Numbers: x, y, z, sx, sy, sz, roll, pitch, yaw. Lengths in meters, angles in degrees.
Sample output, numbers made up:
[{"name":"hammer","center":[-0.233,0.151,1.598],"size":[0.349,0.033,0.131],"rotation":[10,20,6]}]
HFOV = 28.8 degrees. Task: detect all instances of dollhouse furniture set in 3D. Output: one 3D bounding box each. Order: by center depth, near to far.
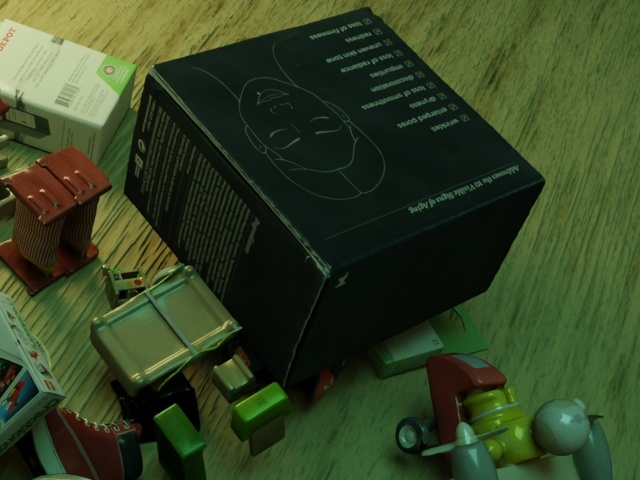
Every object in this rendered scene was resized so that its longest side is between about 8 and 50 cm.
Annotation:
[{"name":"dollhouse furniture set","center":[-0.203,0.217,1.937],"size":[0.197,0.151,0.301],"rotation":[-30,59,-20]},{"name":"dollhouse furniture set","center":[-0.535,-0.112,2.118],"size":[0.374,0.201,0.152],"rotation":[42,50,19]}]

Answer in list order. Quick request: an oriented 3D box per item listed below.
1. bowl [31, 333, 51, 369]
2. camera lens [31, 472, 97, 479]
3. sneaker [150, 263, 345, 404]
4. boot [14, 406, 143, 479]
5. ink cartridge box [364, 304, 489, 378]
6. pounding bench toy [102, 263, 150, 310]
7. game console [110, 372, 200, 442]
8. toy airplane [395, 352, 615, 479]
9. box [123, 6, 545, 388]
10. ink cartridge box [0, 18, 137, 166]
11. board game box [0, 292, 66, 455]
[{"name":"bowl","center":[-0.503,0.216,1.915],"size":[0.170,0.080,0.170],"rotation":[9,47,-10]},{"name":"camera lens","center":[-0.350,0.464,1.643],"size":[0.219,0.219,0.274],"rotation":[22,46,2]},{"name":"sneaker","center":[-0.130,0.158,2.050],"size":[0.350,0.131,0.148],"rotation":[22,42,2]},{"name":"boot","center":[-0.364,0.270,1.855],"size":[0.176,0.088,0.244],"rotation":[-29,99,-37]},{"name":"ink cartridge box","center":[0.172,0.141,2.216],"size":[0.235,0.056,0.171],"rotation":[-13,54,-25]},{"name":"pounding bench toy","center":[-0.330,0.070,2.120],"size":[0.065,0.052,0.083],"rotation":[-9,52,-24]},{"name":"game console","center":[-0.264,0.265,1.994],"size":[0.122,0.071,0.107],"rotation":[-7,82,-22]},{"name":"toy airplane","center":[0.318,0.361,1.909],"size":[0.384,0.272,0.386],"rotation":[35,31,-12]},{"name":"box","center":[0.014,-0.090,2.042],"size":[0.479,0.297,0.472],"rotation":[-22,56,-35]},{"name":"ink cartridge box","center":[-0.508,-0.278,2.334],"size":[0.272,0.115,0.198],"rotation":[19,46,0]},{"name":"board game box","center":[-0.521,0.241,1.771],"size":[0.193,0.305,0.053],"rotation":[54,11,28]}]
